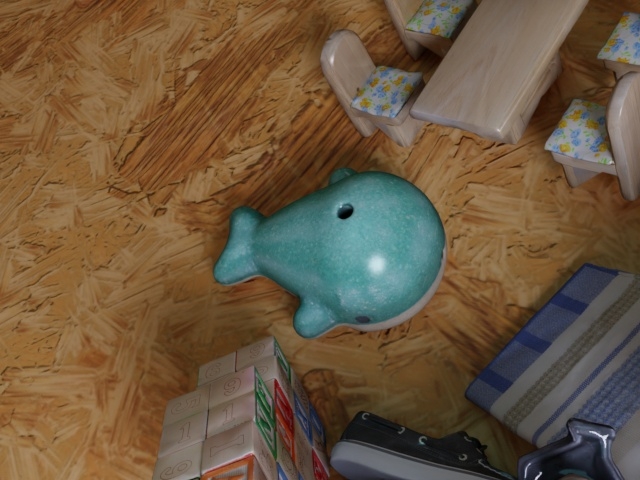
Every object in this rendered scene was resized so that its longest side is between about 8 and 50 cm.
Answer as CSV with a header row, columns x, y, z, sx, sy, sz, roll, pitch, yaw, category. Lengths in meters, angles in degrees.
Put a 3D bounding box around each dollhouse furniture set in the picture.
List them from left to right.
x,y,z,sx,sy,sz,roll,pitch,yaw,category
0.230,-0.300,0.904,0.362,0.256,0.394,20,69,38,dollhouse furniture set

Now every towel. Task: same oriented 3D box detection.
x,y,z,sx,sy,sz,roll,pitch,yaw,category
0.268,0.116,0.726,0.209,0.034,0.285,-44,20,-9,towel

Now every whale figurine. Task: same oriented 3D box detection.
x,y,z,sx,sy,sz,roll,pitch,yaw,category
0.000,0.000,0.910,0.272,0.141,0.216,5,64,22,whale figurine

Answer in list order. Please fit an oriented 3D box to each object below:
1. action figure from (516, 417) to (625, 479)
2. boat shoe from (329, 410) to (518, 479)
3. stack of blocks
x,y,z,sx,sy,sz,roll,pitch,yaw,category
0.131,0.297,0.509,0.330,0.178,0.341,-8,83,2,action figure
0.123,0.216,0.788,0.229,0.080,0.076,8,53,29,boat shoe
-0.059,0.201,0.716,0.087,0.171,0.297,-23,21,6,stack of blocks
